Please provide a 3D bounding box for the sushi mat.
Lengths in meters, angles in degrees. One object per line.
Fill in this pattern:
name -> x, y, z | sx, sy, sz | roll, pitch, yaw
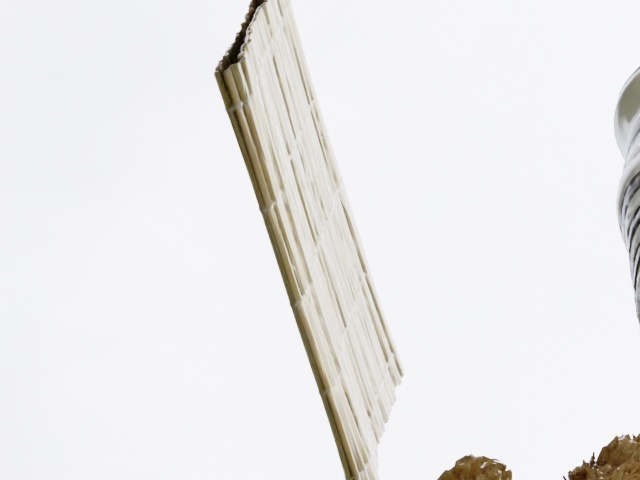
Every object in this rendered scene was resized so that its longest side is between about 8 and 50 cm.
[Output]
sushi mat -> 0.000, 0.000, 1.165 | 0.019, 0.316, 0.151 | -9, -149, 15

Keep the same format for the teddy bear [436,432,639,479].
teddy bear -> 0.146, 0.230, 1.030 | 0.113, 0.338, 0.245 | 32, -111, 36

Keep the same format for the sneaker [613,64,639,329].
sneaker -> 0.324, 0.103, 1.000 | 0.169, 0.447, 0.257 | -45, -161, 40
